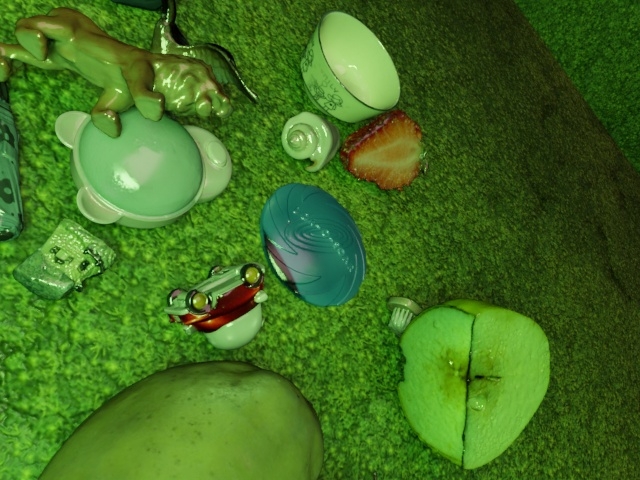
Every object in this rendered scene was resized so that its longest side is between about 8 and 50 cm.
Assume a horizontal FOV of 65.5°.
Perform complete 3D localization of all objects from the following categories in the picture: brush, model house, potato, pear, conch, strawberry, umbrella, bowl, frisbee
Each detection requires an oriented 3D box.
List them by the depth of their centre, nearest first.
[{"bbox_3d":[-0.141,0.259,0.498,0.242,0.221,0.326,12,40,15],"label":"potato"},{"bbox_3d":[-0.303,0.030,0.592,0.078,0.066,0.083,42,48,-15],"label":"model house"},{"bbox_3d":[-0.393,-0.112,0.594,0.053,0.052,0.251,-15,69,-10],"label":"umbrella"},{"bbox_3d":[0.284,0.228,0.896,0.292,0.159,0.293,-4,98,-29],"label":"pear"},{"bbox_3d":[0.000,0.000,0.898,0.242,0.045,0.242,20,55,-32],"label":"frisbee"},{"bbox_3d":[-0.013,-0.196,0.980,0.104,0.094,0.176,48,16,5],"label":"conch"},{"bbox_3d":[0.247,0.222,0.995,0.327,0.070,0.065,38,66,-23],"label":"brush"},{"bbox_3d":[0.050,-0.349,1.064,0.237,0.126,0.238,20,56,-33],"label":"bowl"},{"bbox_3d":[0.127,-0.200,1.083,0.235,0.106,0.175,16,93,-39],"label":"strawberry"}]

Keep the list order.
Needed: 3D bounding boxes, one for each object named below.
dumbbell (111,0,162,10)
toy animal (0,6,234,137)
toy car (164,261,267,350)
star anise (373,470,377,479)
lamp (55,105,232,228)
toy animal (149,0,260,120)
[{"bbox_3d":[-0.324,-0.556,0.826,0.159,0.144,0.325,-8,75,-42],"label":"dumbbell"},{"bbox_3d":[-0.265,-0.220,0.633,0.312,0.097,0.158,25,42,-5],"label":"toy animal"},{"bbox_3d":[-0.134,0.099,0.692,0.139,0.112,0.112,-29,105,-36],"label":"toy car"},{"bbox_3d":[0.089,0.456,0.740,0.158,0.144,0.141,29,96,-19],"label":"star anise"},{"bbox_3d":[-0.228,-0.112,0.705,0.245,0.107,0.180,-12,81,-45],"label":"lamp"},{"bbox_3d":[-0.220,-0.272,0.734,0.160,0.272,0.197,-50,148,-10],"label":"toy animal"}]
